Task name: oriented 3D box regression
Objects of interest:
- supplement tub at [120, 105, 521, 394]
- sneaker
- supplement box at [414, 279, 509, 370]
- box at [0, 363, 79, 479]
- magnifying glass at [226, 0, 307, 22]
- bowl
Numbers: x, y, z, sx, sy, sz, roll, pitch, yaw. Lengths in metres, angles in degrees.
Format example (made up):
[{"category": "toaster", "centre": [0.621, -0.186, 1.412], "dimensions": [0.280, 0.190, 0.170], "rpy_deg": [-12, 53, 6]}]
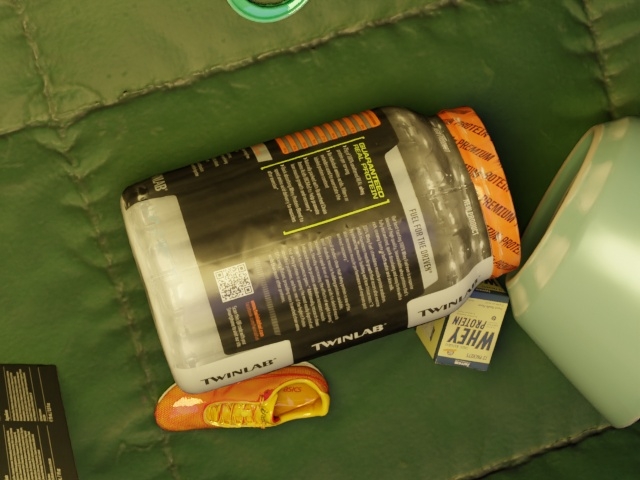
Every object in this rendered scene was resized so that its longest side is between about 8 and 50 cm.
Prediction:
[{"category": "supplement tub", "centre": [0.000, 0.000, 1.814], "dimensions": [0.338, 0.207, 0.207], "rpy_deg": [-17, 115, -5]}, {"category": "sneaker", "centre": [-0.077, 0.157, 1.938], "dimensions": [0.175, 0.067, 0.064], "rpy_deg": [-11, 116, -7]}, {"category": "supplement box", "centre": [0.139, 0.072, 1.943], "dimensions": [0.056, 0.083, 0.083], "rpy_deg": [9, 110, -17]}, {"category": "box", "centre": [-0.325, 0.207, 1.792], "dimensions": [0.184, 0.261, 0.103], "rpy_deg": [5, 110, -15]}, {"category": "magnifying glass", "centre": [-0.011, -0.302, 1.788], "dimensions": [0.092, 0.026, 0.231], "rpy_deg": [29, 102, -22]}, {"category": "bowl", "centre": [0.287, 0.006, 1.861], "dimensions": [0.163, 0.311, 0.311], "rpy_deg": [28, 104, -1]}]
